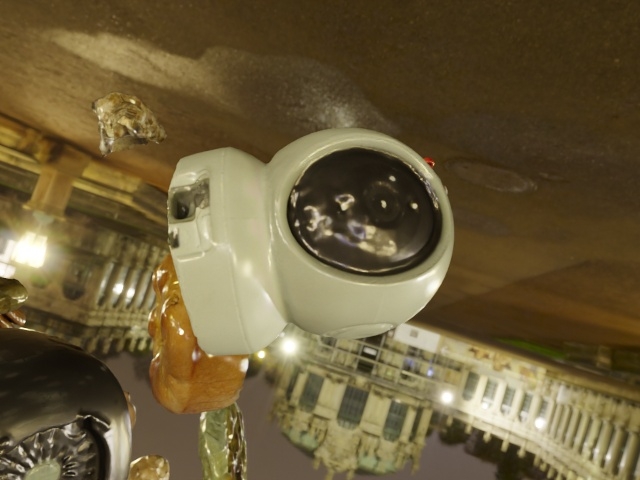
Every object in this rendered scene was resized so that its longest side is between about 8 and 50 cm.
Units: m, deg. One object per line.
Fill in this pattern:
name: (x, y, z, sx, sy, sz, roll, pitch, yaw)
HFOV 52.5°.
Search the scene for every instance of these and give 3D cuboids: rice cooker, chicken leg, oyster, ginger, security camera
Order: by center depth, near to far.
security camera: (0.000, 0.000, 0.584, 0.237, 0.194, 0.194, -6, 173, 1)
rice cooker: (-0.353, 0.229, 0.722, 0.225, 0.267, 0.267, 17, 175, 43)
chicken leg: (-0.756, 0.136, 1.410, 0.103, 0.088, 0.228, 39, -141, 26)
oyster: (-0.431, -0.253, 1.430, 0.167, 0.110, 0.341, -10, 179, -6)
ginger: (-0.401, 0.577, 1.538, 0.115, 0.123, 0.193, 47, 163, 24)

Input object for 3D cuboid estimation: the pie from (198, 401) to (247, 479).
pie: (-0.207, 0.470, 1.425, 0.071, 0.306, 0.306, -10, 172, 3)

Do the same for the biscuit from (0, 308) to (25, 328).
biscuit: (-0.834, 0.144, 1.634, 0.220, 0.066, 0.220, 41, 160, 18)

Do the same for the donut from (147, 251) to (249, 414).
donut: (-0.221, 0.160, 1.137, 0.150, 0.299, 0.317, 6, -145, -20)

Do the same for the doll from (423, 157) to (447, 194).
doll: (0.204, -0.076, 1.577, 0.200, 0.105, 0.336, 7, 138, -15)

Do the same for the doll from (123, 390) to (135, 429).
doll: (-0.460, 0.417, 1.359, 0.154, 0.277, 0.119, 24, -153, 30)
